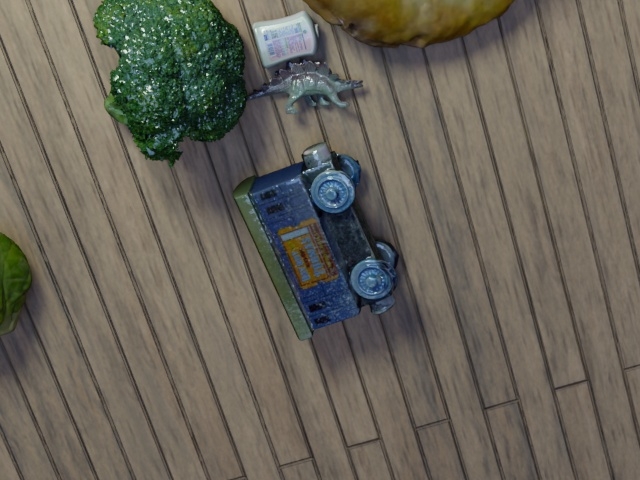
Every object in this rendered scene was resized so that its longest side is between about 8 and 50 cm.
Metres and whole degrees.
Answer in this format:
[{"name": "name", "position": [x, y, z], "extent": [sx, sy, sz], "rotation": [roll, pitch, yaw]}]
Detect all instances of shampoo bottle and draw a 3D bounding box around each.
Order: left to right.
[{"name": "shampoo bottle", "position": [-0.049, -0.312, 1.729], "extent": [0.099, 0.043, 0.072], "rotation": [-15, 108, 3]}]

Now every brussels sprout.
[{"name": "brussels sprout", "position": [-0.552, 0.070, 1.794], "extent": [0.161, 0.144, 0.180], "rotation": [-2, 98, -37]}]

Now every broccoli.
[{"name": "broccoli", "position": [-0.230, -0.256, 1.668], "extent": [0.269, 0.261, 0.241], "rotation": [40, 141, -10]}]

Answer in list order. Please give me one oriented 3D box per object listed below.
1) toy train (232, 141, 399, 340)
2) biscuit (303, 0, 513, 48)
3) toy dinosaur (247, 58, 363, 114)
[{"name": "toy train", "position": [0.000, 0.000, 1.795], "extent": [0.202, 0.131, 0.299], "rotation": [-20, 107, 13]}, {"name": "biscuit", "position": [0.145, -0.496, 1.619], "extent": [0.429, 0.104, 0.446], "rotation": [-6, 119, -14]}, {"name": "toy dinosaur", "position": [-0.037, -0.240, 1.755], "extent": [0.209, 0.039, 0.082], "rotation": [-9, 108, 2]}]
